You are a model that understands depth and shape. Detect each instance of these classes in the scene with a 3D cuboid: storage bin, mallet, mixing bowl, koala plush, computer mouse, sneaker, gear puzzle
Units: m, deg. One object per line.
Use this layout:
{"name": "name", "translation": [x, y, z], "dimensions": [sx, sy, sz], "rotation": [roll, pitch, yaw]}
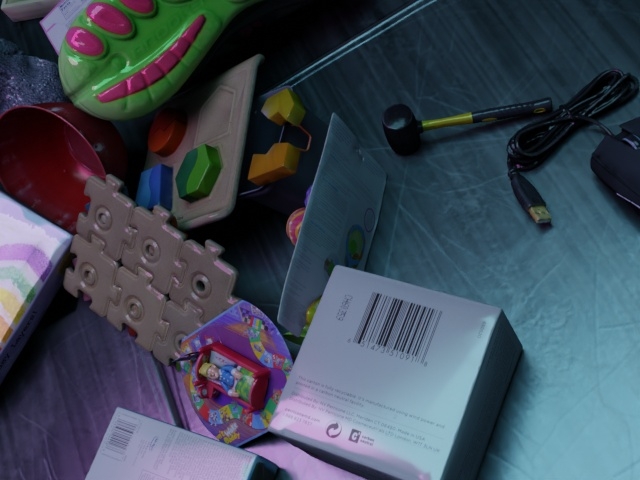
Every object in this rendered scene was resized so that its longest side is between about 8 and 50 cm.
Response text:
{"name": "storage bin", "translation": [-0.034, -0.097, 1.081], "dimensions": [0.098, 0.091, 0.135], "rotation": [-12, 58, 47]}
{"name": "mallet", "translation": [0.166, -0.133, 1.064], "dimensions": [0.190, 0.062, 0.039], "rotation": [-5, 64, 4]}
{"name": "mixing bowl", "translation": [-0.312, -0.104, 1.185], "dimensions": [0.182, 0.181, 0.098], "rotation": [9, 33, 26]}
{"name": "koala plush", "translation": [-0.473, -0.227, 1.262], "dimensions": [0.203, 0.221, 0.196], "rotation": [6, 67, 25]}
{"name": "computer mouse", "translation": [0.303, -0.062, 0.950], "dimensions": [0.184, 0.060, 0.262], "rotation": [-32, 57, 4]}
{"name": "sneaker", "translation": [-0.128, -0.323, 1.178], "dimensions": [0.483, 0.185, 0.202], "rotation": [-34, 15, -16]}
{"name": "gear puzzle", "translation": [-0.153, 0.060, 1.054], "dimensions": [0.339, 0.044, 0.175], "rotation": [32, 117, 25]}

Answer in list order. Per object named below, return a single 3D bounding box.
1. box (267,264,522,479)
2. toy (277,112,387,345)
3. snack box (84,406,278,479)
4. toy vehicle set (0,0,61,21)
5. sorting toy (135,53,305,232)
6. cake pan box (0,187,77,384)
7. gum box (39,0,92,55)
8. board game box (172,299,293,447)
{"name": "box", "translation": [0.076, 0.142, 0.909], "dimensions": [0.181, 0.119, 0.181], "rotation": [14, 72, 28]}
{"name": "toy", "translation": [0.000, 0.000, 1.004], "dimensions": [0.056, 0.137, 0.237], "rotation": [-1, 64, 30]}
{"name": "snack box", "translation": [-0.188, 0.350, 0.952], "dimensions": [0.187, 0.060, 0.321], "rotation": [12, 71, 28]}
{"name": "toy vehicle set", "translation": [-0.351, -0.428, 1.422], "dimensions": [0.267, 0.035, 0.165], "rotation": [-4, 64, 21]}
{"name": "sorting toy", "translation": [-0.130, -0.115, 1.097], "dimensions": [0.307, 0.041, 0.229], "rotation": [-16, 55, 46]}
{"name": "cake pan box", "translation": [-0.464, 0.037, 1.156], "dimensions": [0.267, 0.070, 0.245], "rotation": [31, 82, 8]}
{"name": "gum box", "translation": [-0.277, -0.313, 1.263], "dimensions": [0.188, 0.107, 0.062], "rotation": [-37, 73, 19]}
{"name": "board game box", "translation": [-0.098, 0.146, 0.978], "dimensions": [0.169, 0.033, 0.133], "rotation": [-34, 77, 38]}
